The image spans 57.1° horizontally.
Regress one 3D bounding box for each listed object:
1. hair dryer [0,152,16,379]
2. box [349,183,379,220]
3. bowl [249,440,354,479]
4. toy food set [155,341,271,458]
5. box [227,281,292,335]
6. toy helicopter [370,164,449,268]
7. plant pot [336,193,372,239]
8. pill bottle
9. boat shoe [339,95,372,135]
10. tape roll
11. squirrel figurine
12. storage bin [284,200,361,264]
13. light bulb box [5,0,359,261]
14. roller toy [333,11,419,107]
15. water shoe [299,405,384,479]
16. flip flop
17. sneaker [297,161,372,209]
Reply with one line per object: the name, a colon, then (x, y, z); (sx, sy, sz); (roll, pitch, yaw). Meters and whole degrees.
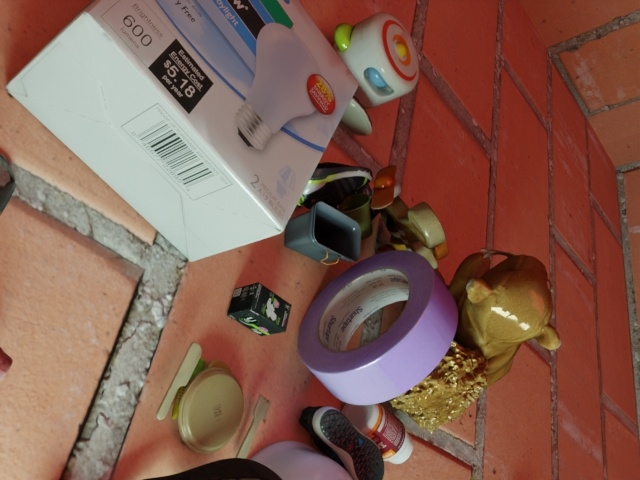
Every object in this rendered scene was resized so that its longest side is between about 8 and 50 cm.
hair dryer: (-0.399, 0.017, 0.623); (0.223, 0.080, 0.294); (-16, 91, -52)
box: (0.098, -0.086, 1.307); (0.067, 0.018, 0.083); (-42, 111, -48)
bowl: (-0.009, 0.465, 0.905); (0.297, 0.134, 0.298); (20, 64, -46)
toy food set: (-0.163, 0.247, 0.874); (0.192, 0.038, 0.133); (50, 52, -35)
box: (-0.099, 0.114, 0.967); (0.083, 0.062, 0.052); (40, 49, -35)
toy helicopter: (0.175, -0.043, 1.169); (0.355, 0.140, 0.235); (177, -113, -87)
plant pot: (0.075, -0.044, 1.227); (0.083, 0.083, 0.079); (-47, 126, -47)
pill bottle: (0.111, 0.364, 1.120); (0.152, 0.086, 0.086); (45, 47, -31)
boat shoe: (0.050, -0.316, 1.283); (0.206, 0.075, 0.065); (43, 51, -27)
tape roll: (0.095, 0.144, 1.023); (0.090, 0.274, 0.275); (52, 44, -27)
squirrel figurine: (0.297, 0.200, 1.150); (0.281, 0.370, 0.397); (40, 69, 2)
storage bin: (0.000, 0.000, 1.103); (0.135, 0.091, 0.098); (26, 59, -42)
light bulb box: (-0.168, -0.230, 0.869); (0.358, 0.225, 0.361); (48, 46, -29)
roller toy: (0.137, -0.418, 1.363); (0.209, 0.146, 0.191); (-20, 94, -52)
water shoe: (0.041, 0.361, 1.038); (0.073, 0.080, 0.203); (-46, 114, -30)
flip flop: (-0.159, 0.365, 0.777); (0.276, 0.080, 0.112); (2, 32, -31)
sneaker: (0.019, -0.106, 1.194); (0.234, 0.084, 0.097); (-10, 109, -50)
